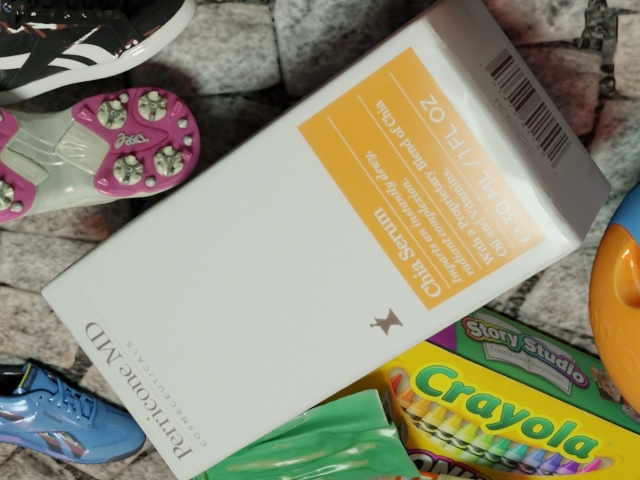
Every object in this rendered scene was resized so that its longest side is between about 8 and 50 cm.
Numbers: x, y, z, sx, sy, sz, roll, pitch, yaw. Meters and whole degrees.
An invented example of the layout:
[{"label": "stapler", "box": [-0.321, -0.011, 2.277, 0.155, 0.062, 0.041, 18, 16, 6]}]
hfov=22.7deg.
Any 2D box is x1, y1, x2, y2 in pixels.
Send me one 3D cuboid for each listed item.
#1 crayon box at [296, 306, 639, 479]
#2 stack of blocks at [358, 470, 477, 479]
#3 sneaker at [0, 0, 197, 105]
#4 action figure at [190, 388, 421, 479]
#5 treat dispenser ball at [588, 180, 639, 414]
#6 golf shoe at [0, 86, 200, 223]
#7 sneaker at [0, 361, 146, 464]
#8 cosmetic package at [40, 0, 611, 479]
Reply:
[{"label": "crayon box", "box": [0.134, 0.218, 1.685, 0.363, 0.106, 0.313, 24, 128, -17]}, {"label": "stack of blocks", "box": [0.039, 0.312, 1.587, 0.297, 0.171, 0.087, 6, 132, 23]}, {"label": "sneaker", "box": [-0.223, -0.196, 1.348, 0.217, 0.079, 0.121, -19, 130, 19]}, {"label": "action figure", "box": [-0.031, 0.208, 1.582, 0.232, 0.063, 0.137, -15, 126, 13]}, {"label": "treat dispenser ball", "box": [0.384, 0.052, 1.413, 0.288, 0.288, 0.288, 1, 131, 1]}, {"label": "golf shoe", "box": [-0.264, -0.064, 1.397, 0.306, 0.115, 0.140, -3, 173, -18]}, {"label": "sneaker", "box": [-0.283, 0.179, 1.690, 0.209, 0.069, 0.082, 15, 126, -11]}, {"label": "cosmetic package", "box": [0.000, 0.000, 1.412, 0.453, 0.161, 0.230, -34, 95, 28]}]
